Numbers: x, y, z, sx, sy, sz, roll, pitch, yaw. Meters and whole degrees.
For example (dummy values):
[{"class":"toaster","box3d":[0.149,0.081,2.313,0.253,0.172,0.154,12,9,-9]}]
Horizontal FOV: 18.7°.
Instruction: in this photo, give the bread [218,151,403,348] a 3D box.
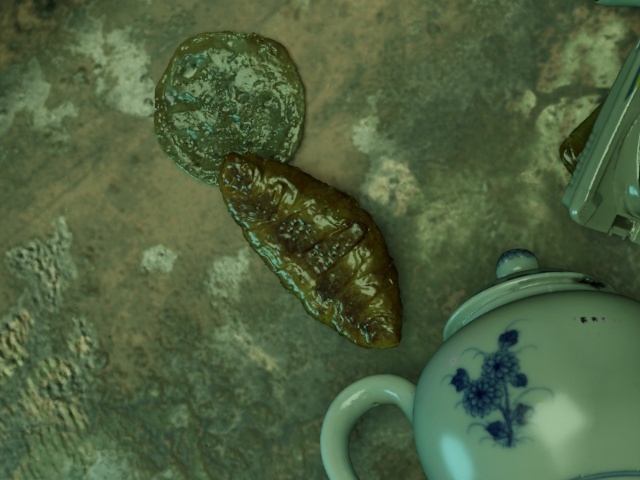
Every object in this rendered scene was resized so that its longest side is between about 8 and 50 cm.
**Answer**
[{"class":"bread","box3d":[0.000,0.000,1.774,0.105,0.076,0.233,-42,94,21]}]

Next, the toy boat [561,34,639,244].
[{"class":"toy boat","box3d":[0.321,-0.114,1.677,0.141,0.141,0.269,34,111,6]}]

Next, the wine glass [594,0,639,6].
[{"class":"wine glass","box3d":[0.227,-0.253,1.724,0.196,0.079,0.079,12,95,9]}]

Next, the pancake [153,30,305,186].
[{"class":"pancake","box3d":[-0.082,-0.123,1.806,0.152,0.025,0.151,0,93,10]}]

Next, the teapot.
[{"class":"teapot","box3d":[0.197,0.126,1.682,0.424,0.252,0.280,-21,57,14]}]

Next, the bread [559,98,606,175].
[{"class":"bread","box3d":[0.256,-0.092,1.751,0.088,0.033,0.049,-43,92,8]}]
